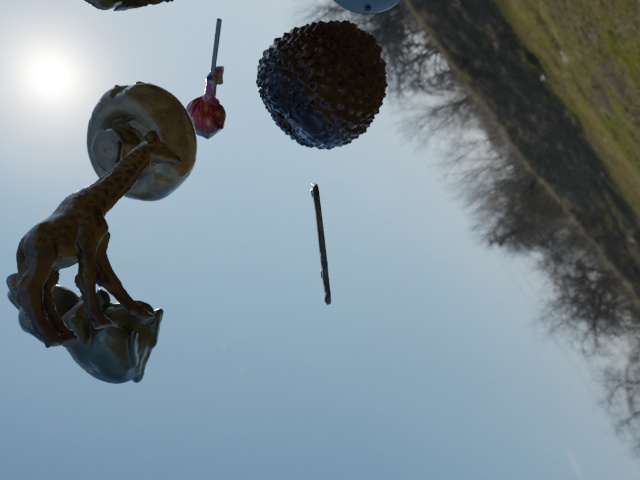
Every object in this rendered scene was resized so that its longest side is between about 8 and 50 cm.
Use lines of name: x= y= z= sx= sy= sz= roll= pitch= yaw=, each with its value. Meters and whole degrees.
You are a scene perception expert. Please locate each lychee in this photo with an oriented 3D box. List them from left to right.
lychee: x=0.012 y=-0.312 z=1.300 sx=0.267 sy=0.267 sz=0.268 roll=45 pitch=-156 yaw=-26

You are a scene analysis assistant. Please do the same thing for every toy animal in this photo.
toy animal: x=-0.370 y=0.122 z=0.973 sx=0.251 sy=0.127 sz=0.125 roll=17 pitch=171 yaw=6
toy animal: x=-0.242 y=-0.012 z=0.723 sx=0.149 sy=0.054 sz=0.276 roll=9 pitch=-119 yaw=-12

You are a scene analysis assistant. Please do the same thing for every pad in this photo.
pad: x=0.000 y=0.000 z=1.636 sx=0.286 sy=0.018 sz=0.284 roll=-103 pitch=6 yaw=-84

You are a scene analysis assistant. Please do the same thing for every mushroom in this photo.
mushroom: x=-0.249 y=-0.135 z=0.905 sx=0.166 sy=0.166 sz=0.127 roll=59 pitch=-155 yaw=7

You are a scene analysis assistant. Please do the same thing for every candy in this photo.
candy: x=-0.305 y=-0.443 z=1.832 sx=0.124 sy=0.366 sz=0.124 roll=9 pitch=-137 yaw=-9

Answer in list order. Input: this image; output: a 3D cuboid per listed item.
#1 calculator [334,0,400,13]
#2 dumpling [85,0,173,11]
calculator: x=0.065 y=-0.496 z=1.000 sx=0.041 sy=0.185 sz=0.299 roll=-67 pitch=-24 yaw=-53
dumpling: x=-0.264 y=-0.458 z=1.023 sx=0.086 sy=0.332 sz=0.166 roll=32 pitch=158 yaw=11
